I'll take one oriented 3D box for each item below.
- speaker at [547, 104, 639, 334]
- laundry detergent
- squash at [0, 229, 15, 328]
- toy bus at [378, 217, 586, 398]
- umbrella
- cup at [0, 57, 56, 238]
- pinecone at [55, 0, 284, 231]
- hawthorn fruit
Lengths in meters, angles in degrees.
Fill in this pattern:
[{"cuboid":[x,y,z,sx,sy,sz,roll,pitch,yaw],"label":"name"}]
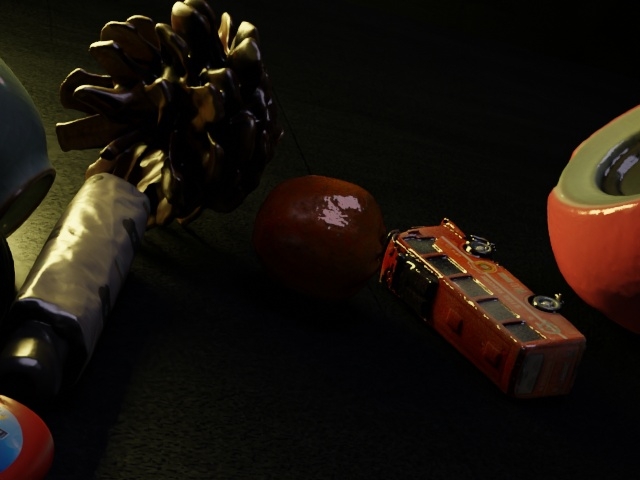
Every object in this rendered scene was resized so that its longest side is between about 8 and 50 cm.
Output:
[{"cuboid":[0.377,-0.028,1.291,0.294,0.294,0.294,17,19,-6],"label":"speaker"},{"cuboid":[-0.211,0.127,0.648,0.097,0.049,0.165,16,19,14],"label":"laundry detergent"},{"cuboid":[-0.278,0.009,0.756,0.193,0.156,0.193,12,4,-1],"label":"squash"},{"cuboid":[0.142,0.058,1.151,0.096,0.073,0.235,-2,28,-32],"label":"toy bus"},{"cuboid":[-0.177,0.031,0.912,0.067,0.073,0.337,16,19,-5],"label":"umbrella"},{"cuboid":[-0.286,-0.071,0.980,0.150,0.199,0.199,40,21,2],"label":"cup"},{"cuboid":[-0.132,-0.112,1.139,0.201,0.202,0.229,-25,-4,-25],"label":"pinecone"},{"cuboid":[0.000,0.000,1.112,0.128,0.128,0.128,17,19,-6],"label":"hawthorn fruit"}]
